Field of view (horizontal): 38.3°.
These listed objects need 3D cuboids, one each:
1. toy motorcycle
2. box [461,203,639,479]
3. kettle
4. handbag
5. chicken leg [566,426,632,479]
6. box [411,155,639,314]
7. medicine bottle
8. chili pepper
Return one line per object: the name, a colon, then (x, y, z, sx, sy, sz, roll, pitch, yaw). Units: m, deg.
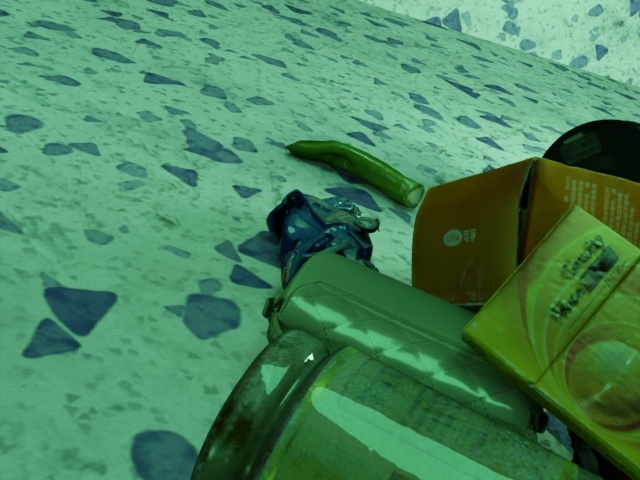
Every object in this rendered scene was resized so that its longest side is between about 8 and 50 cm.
toy motorcycle: (0.000, 0.000, 0.986, 0.114, 0.076, 0.205, 5, 28, -9)
box: (0.262, 0.106, 0.726, 0.269, 0.043, 0.152, 40, 75, 20)
kettle: (0.430, -0.044, 1.297, 0.271, 0.251, 0.207, 0, 60, -49)
handbag: (0.070, 0.106, 0.786, 0.256, 0.079, 0.219, 23, 19, 6)
chicken leg: (0.250, 0.189, 0.752, 0.053, 0.093, 0.205, 1, 66, -59)
box: (0.290, 0.029, 0.942, 0.341, 0.143, 0.225, 12, -9, -18)
medicine bottle: (0.089, 0.186, 0.559, 0.322, 0.151, 0.151, 26, 25, 15)
chili pepper: (0.050, -0.101, 1.265, 0.202, 0.050, 0.052, 26, -12, 18)
